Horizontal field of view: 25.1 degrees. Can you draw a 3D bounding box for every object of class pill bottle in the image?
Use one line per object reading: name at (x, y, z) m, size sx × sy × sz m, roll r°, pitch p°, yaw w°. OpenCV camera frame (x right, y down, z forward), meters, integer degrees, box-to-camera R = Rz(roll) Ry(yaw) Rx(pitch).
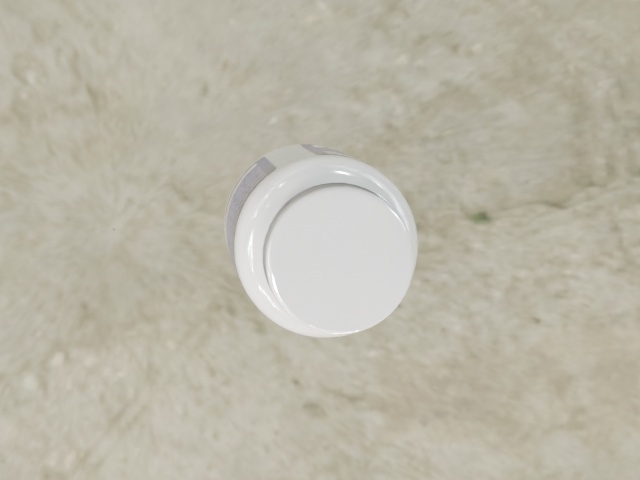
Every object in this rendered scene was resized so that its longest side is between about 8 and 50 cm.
pill bottle at (0.000, 0.000, 0.889) m, size 0.112 × 0.186 × 0.112 m, roll -1°, pitch 98°, yaw -6°
